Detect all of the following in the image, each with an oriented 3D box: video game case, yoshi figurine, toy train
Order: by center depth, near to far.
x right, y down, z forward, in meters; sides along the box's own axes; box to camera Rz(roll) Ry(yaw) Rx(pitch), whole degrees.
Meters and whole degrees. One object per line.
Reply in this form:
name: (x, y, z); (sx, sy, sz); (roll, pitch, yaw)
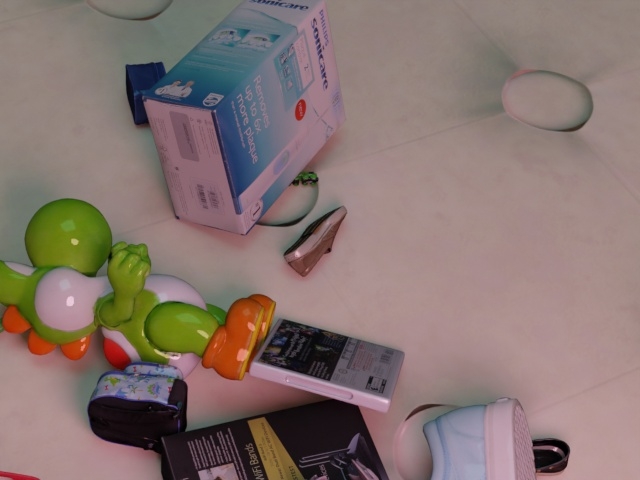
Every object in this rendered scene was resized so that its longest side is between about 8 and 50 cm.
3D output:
video game case: (0.012, 0.153, 1.715); (0.173, 0.022, 0.190); (15, 15, 5)
yoshi figurine: (-0.238, 0.049, 1.732); (0.362, 0.203, 0.203); (14, 43, 6)
toy train: (-0.044, -0.090, 2.002); (0.083, 0.017, 0.023); (-3, 37, -10)

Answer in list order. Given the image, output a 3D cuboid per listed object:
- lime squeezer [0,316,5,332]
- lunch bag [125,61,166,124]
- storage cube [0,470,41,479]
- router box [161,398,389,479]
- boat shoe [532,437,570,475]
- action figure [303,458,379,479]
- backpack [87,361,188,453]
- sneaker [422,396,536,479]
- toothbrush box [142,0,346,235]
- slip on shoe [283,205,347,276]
lime squeezer: (-0.509, 0.134, 1.712); (0.310, 0.059, 0.110); (-10, 50, -14)
lunch bag: (-0.253, -0.220, 2.060); (0.065, 0.067, 0.098); (-9, 50, -14)
storage cube: (-0.396, 0.361, 1.424); (0.184, 0.193, 0.215); (10, 48, 2)
router box: (-0.028, 0.340, 1.564); (0.243, 0.081, 0.309); (-10, 50, -16)
boat shoe: (0.242, 0.270, 1.690); (0.133, 0.042, 0.049); (-6, 51, -10)
action figure: (-0.006, 0.338, 1.452); (0.285, 0.099, 0.185); (-17, 45, -26)
backpack: (-0.218, 0.200, 1.656); (0.114, 0.105, 0.084); (7, 42, 3)
sneaker: (0.168, 0.358, 1.567); (0.150, 0.135, 0.366); (-12, 48, 22)
toothbrush box: (-0.098, -0.185, 1.933); (0.126, 0.216, 0.295); (13, 44, 27)
slip on shoe: (0.000, 0.000, 1.910); (0.041, 0.051, 0.135); (55, 43, -11)
